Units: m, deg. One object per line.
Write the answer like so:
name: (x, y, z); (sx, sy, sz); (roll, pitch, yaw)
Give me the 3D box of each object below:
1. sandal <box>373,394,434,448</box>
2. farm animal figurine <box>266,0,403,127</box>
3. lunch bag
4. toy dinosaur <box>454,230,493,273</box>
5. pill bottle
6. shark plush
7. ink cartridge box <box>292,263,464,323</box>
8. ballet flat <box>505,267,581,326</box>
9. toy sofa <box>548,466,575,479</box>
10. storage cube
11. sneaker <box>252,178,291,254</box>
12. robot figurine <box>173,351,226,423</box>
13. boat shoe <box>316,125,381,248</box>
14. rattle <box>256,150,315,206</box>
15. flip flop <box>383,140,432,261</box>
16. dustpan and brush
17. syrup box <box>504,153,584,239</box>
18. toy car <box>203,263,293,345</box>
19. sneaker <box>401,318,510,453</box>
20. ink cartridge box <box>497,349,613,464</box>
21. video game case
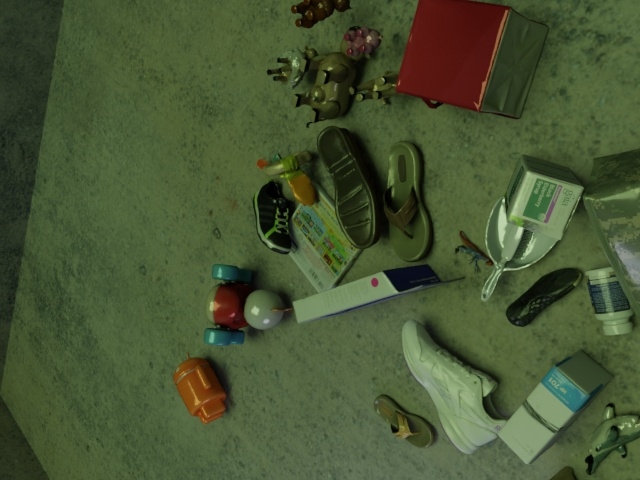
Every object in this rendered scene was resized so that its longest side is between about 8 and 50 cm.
sandal: (0.188, 0.433, 1.445); (0.180, 0.049, 0.072); (31, 114, 37)
farm animal figurine: (0.062, -0.398, 1.423); (0.330, 0.172, 0.326); (55, 139, 15)
lunch bag: (0.584, -0.009, 0.956); (0.235, 0.169, 0.287); (-13, 115, 39)
toy dinosaur: (0.327, 0.026, 1.291); (0.082, 0.047, 0.090); (7, 88, 24)
pill bottle: (0.523, 0.107, 1.098); (0.067, 0.067, 0.120); (-16, 83, 42)
shark plush: (0.536, 0.382, 1.122); (0.067, 0.073, 0.161); (24, 107, 7)
ink cartridge box: (0.123, 0.115, 1.390); (0.371, 0.176, 0.069); (-20, 80, 42)
ballet flat: (0.440, 0.110, 1.200); (0.173, 0.049, 0.057); (-44, 32, 32)
toy sofa: (0.546, 0.574, 1.063); (0.363, 0.150, 0.177); (21, 106, 39)
storage cube: (0.294, -0.352, 1.189); (0.193, 0.184, 0.214); (25, 110, 37)
sneaker: (-0.123, -0.072, 1.638); (0.097, 0.084, 0.234); (-48, 49, 33)
robot figurine: (-0.381, 0.462, 1.917); (0.128, 0.158, 0.219); (-35, 66, 2)
boat shoe: (0.091, -0.129, 1.453); (0.111, 0.104, 0.307); (-21, 78, 33)
rattle: (-0.088, -0.166, 1.633); (0.142, 0.130, 0.200); (52, 149, -20)
flip flop: (0.185, -0.088, 1.381); (0.112, 0.080, 0.276); (-2, 93, 43)
dustpan and brush: (0.379, 0.028, 1.227); (0.147, 0.060, 0.211); (33, 115, 36)
syrup box: (0.388, -0.084, 1.082); (0.096, 0.237, 0.093); (19, 109, 11)
toy car: (-0.180, 0.190, 1.705); (0.238, 0.210, 0.219); (5, 83, 14)
sneaker: (0.290, 0.293, 1.319); (0.152, 0.114, 0.305); (-38, 73, 23)
ink cartridge box: (0.439, 0.310, 1.143); (0.082, 0.140, 0.190); (45, 122, 29)
video game case: (0.000, 0.000, 1.597); (0.227, 0.026, 0.206); (51, 125, 28)
